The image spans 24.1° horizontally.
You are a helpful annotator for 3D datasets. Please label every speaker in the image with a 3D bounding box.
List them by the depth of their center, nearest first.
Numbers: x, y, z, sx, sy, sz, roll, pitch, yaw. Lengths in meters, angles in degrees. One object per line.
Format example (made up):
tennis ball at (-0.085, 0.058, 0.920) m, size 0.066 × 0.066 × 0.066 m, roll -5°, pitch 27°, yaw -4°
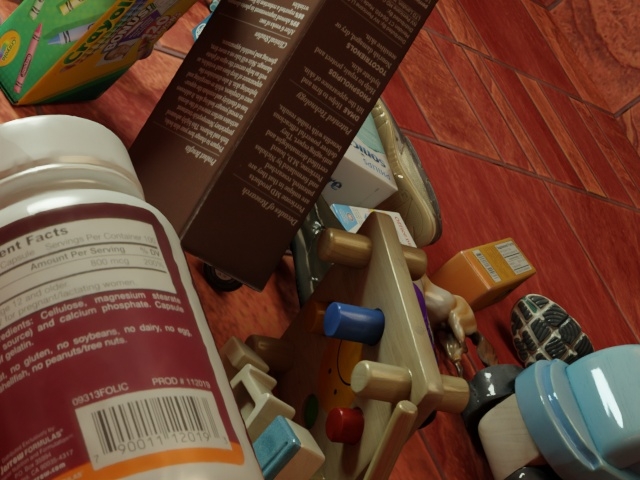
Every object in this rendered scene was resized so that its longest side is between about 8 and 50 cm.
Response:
speaker at (-0.093, 0.012, 1.777) m, size 0.055 × 0.055 × 0.136 m, roll 50°, pitch 24°, yaw -6°

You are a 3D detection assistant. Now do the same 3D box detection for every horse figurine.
horse figurine at (0.158, 0.103, 2.082) m, size 0.263 × 0.066 × 0.174 m, roll 39°, pitch 30°, yaw -15°

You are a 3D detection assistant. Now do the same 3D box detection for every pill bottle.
pill bottle at (-0.201, 0.101, 1.257) m, size 0.224 × 0.224 × 0.392 m, roll 21°, pitch 38°, yaw -49°

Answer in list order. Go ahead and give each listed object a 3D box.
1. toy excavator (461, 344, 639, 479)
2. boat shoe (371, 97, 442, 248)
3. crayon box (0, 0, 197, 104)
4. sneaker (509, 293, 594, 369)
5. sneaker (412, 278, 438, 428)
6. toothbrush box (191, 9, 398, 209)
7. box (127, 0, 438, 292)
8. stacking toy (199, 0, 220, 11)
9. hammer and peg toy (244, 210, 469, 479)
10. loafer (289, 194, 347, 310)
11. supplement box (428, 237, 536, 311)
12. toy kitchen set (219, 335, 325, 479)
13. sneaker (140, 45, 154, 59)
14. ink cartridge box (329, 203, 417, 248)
toy excavator at (0.476, 0.244, 1.983) m, size 0.433 × 0.445 × 0.222 m, roll 31°, pitch 32°, yaw -39°
boat shoe at (0.097, -0.113, 2.239) m, size 0.285 × 0.103 × 0.092 m, roll 62°, pitch 21°, yaw 13°
crayon box at (-0.225, -0.267, 1.651) m, size 0.081 × 0.278 × 0.165 m, roll 54°, pitch 24°, yaw 9°
sneaker at (0.384, 0.190, 2.360) m, size 0.275 × 0.107 × 0.110 m, roll 48°, pitch 5°, yaw -20°
sneaker at (0.093, 0.140, 1.792) m, size 0.293 × 0.102 × 0.146 m, roll 59°, pitch 20°, yaw -57°
toothbrush box at (-0.037, -0.180, 2.050) m, size 0.216 × 0.126 × 0.295 m, roll 29°, pitch 32°, yaw -43°
box at (-0.055, -0.156, 1.631) m, size 0.143 × 0.381 × 0.191 m, roll 34°, pitch -2°, yaw -37°
stacking toy at (-0.160, -0.371, 2.190) m, size 0.221 × 0.052 × 0.167 m, roll 41°, pitch 27°, yaw -25°
hammer and peg toy at (0.046, 0.174, 1.548) m, size 0.127 × 0.266 × 0.361 m, roll 13°, pitch 40°, yaw -27°
loafer at (0.000, 0.000, 1.873) m, size 0.080 × 0.078 × 0.220 m, roll 91°, pitch -10°, yaw -70°
supplement box at (0.251, 0.055, 2.300) m, size 0.080 × 0.078 × 0.233 m, roll 55°, pitch 23°, yaw 13°
toy kitchen set at (-0.124, 0.170, 1.475) m, size 0.166 × 0.122 × 0.207 m, roll 35°, pitch 9°, yaw -33°
sneaker at (-0.286, -0.267, 1.817) m, size 0.185 × 0.069 × 0.084 m, roll 35°, pitch 37°, yaw -20°
ink cartridge box at (0.058, 0.018, 1.960) m, size 0.143 × 0.090 × 0.092 m, roll 5°, pitch 50°, yaw -43°
